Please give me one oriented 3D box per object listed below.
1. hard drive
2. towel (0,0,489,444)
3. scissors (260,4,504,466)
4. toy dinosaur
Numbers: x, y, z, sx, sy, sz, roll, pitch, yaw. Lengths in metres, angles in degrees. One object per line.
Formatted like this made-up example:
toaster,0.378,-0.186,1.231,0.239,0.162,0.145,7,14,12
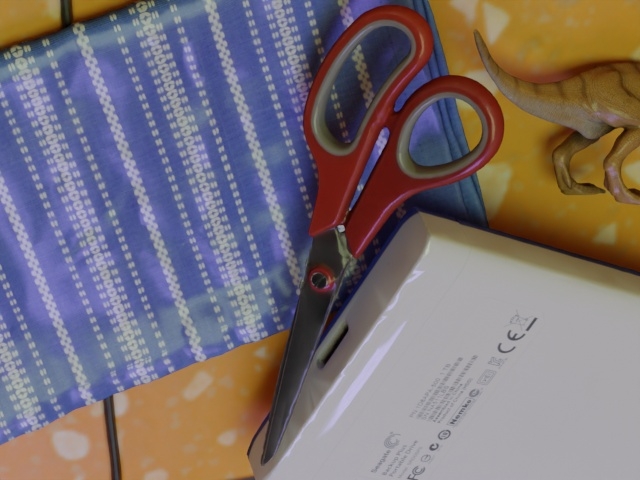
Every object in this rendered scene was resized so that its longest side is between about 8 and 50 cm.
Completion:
hard drive,0.139,0.102,1.204,0.319,0.040,0.210,15,122,-31
towel,-0.077,-0.028,1.083,0.336,0.040,0.243,-21,124,-5
scissors,0.000,0.000,1.082,0.109,0.021,0.297,36,119,4
toy dinosaur,0.166,-0.080,1.130,0.211,0.064,0.112,-6,106,-26
